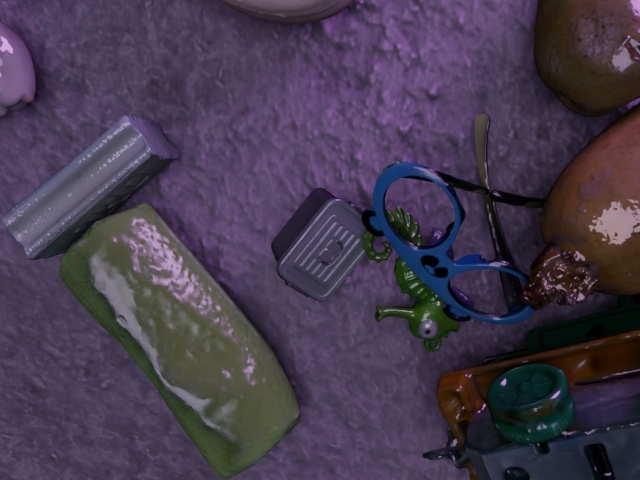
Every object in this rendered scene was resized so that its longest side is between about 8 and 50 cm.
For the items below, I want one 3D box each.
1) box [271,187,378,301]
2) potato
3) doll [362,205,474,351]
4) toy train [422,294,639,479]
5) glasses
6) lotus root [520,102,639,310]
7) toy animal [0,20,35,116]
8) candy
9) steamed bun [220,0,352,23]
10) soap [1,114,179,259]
[{"bbox_3d":[0.000,0.000,0.919,0.084,0.069,0.122,35,98,-30],"label":"box"},{"bbox_3d":[0.298,-0.234,0.838,0.157,0.157,0.194,-22,84,8],"label":"potato"},{"bbox_3d":[0.108,0.046,0.913,0.115,0.050,0.190,-26,109,-13],"label":"doll"},{"bbox_3d":[0.316,0.159,0.825,0.429,0.249,0.178,-17,110,21],"label":"toy train"},{"bbox_3d":[0.177,-0.038,0.858,0.239,0.102,0.207,43,74,-20],"label":"glasses"},{"bbox_3d":[0.343,-0.044,0.815,0.343,0.151,0.169,-37,100,-14],"label":"lotus root"},{"bbox_3d":[-0.527,-0.168,0.936,0.357,0.194,0.258,-37,66,-7],"label":"toy animal"},{"bbox_3d":[-0.165,0.116,0.938,0.142,0.132,0.343,-38,92,-34],"label":"candy"},{"bbox_3d":[-0.050,-0.339,0.876,0.228,0.131,0.177,25,107,2],"label":"steamed bun"},{"bbox_3d":[-0.269,-0.062,0.933,0.198,0.114,0.063,-38,90,9],"label":"soap"}]
